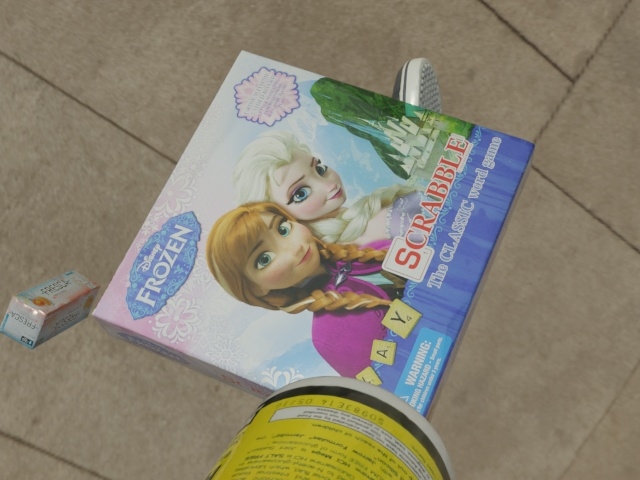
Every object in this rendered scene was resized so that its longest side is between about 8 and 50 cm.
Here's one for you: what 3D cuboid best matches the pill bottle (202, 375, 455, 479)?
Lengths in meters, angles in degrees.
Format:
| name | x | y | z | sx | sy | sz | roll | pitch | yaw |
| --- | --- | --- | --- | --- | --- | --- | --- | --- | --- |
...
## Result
| name | x | y | z | sx | sy | sz | roll | pitch | yaw |
| --- | --- | --- | --- | --- | --- | --- | --- | --- | --- |
| pill bottle | -0.025 | 0.246 | 0.634 | 0.188 | 0.334 | 0.188 | 6 | 111 | 16 |

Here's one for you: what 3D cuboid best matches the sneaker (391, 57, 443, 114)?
| name | x | y | z | sx | sy | sz | roll | pitch | yaw |
| --- | --- | --- | --- | --- | --- | --- | --- | --- | --- |
| sneaker | 0.105 | -0.096 | 1.329 | 0.126 | 0.127 | 0.321 | -1 | 91 | -64 |

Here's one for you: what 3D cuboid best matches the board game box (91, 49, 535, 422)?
| name | x | y | z | sx | sy | sz | roll | pitch | yaw |
| --- | --- | --- | --- | --- | --- | --- | --- | --- | --- |
| board game box | 0.000 | 0.000 | 0.887 | 0.318 | 0.066 | 0.318 | 19 | 68 | 14 |

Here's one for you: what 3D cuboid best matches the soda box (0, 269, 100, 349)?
| name | x | y | z | sx | sy | sz | roll | pitch | yaw |
| --- | --- | --- | --- | --- | --- | --- | --- | --- | --- |
| soda box | -0.396 | 0.099 | 1.377 | 0.058 | 0.183 | 0.063 | 27 | 104 | 6 |
